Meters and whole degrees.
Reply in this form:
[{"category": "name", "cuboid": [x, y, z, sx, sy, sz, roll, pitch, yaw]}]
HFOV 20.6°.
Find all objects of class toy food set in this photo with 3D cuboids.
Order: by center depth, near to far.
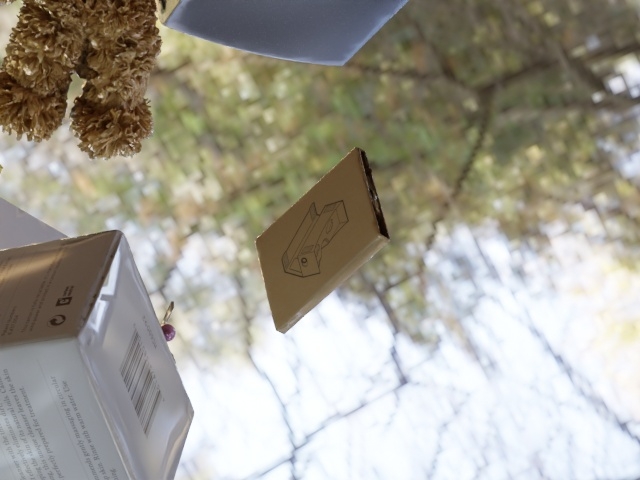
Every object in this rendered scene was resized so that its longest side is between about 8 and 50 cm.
[{"category": "toy food set", "cuboid": [-0.170, 0.128, 1.876, 0.078, 0.019, 0.122, 118, -27, -47]}]

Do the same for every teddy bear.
[{"category": "teddy bear", "cuboid": [-0.215, -0.244, 1.710, 0.338, 0.245, 0.113, -59, -174, 4]}]

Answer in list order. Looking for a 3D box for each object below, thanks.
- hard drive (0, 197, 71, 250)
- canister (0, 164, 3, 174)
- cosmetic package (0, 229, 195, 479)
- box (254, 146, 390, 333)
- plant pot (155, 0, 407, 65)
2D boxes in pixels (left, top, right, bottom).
[{"category": "hard drive", "cuboid": [-0.403, 0.072, 2.453, 0.040, 0.210, 0.319, -42, -141, 18]}, {"category": "canister", "cuboid": [-0.456, -0.024, 2.112, 0.073, 0.170, 0.126, 24, -173, 24]}, {"category": "cosmetic package", "cuboid": [-0.309, 0.135, 1.388, 0.365, 0.197, 0.155, -8, -149, 15]}, {"category": "box", "cuboid": [0.000, 0.000, 2.230, 0.201, 0.021, 0.164, -42, -140, 26]}, {"category": "plant pot", "cuboid": [-0.042, -0.250, 1.376, 0.167, 0.188, 0.187, -7, 166, -24]}]
